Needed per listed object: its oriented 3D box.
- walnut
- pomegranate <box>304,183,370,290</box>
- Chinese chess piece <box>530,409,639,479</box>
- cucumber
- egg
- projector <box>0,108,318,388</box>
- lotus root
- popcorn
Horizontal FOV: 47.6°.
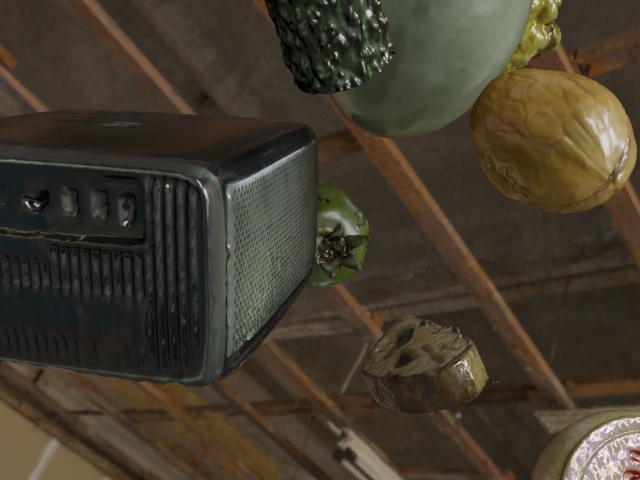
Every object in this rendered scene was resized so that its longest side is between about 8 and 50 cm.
[{"bbox_3d":[0.259,-0.116,0.825,0.206,0.159,0.159,45,-17,47],"label":"walnut"},{"bbox_3d":[0.000,0.000,1.182,0.181,0.182,0.224,35,0,-15],"label":"pomegranate"},{"bbox_3d":[0.406,0.359,0.946,0.269,0.270,0.112,22,-20,1],"label":"Chinese chess piece"},{"bbox_3d":[-0.034,-0.271,0.500,0.096,0.096,0.359,0,-45,26],"label":"cucumber"},{"bbox_3d":[0.137,-0.297,0.973,0.258,0.258,0.352,31,-56,-10],"label":"egg"},{"bbox_3d":[-0.227,-0.015,0.842,0.394,0.405,0.242,6,-74,11],"label":"projector"},{"bbox_3d":[0.154,0.199,1.165,0.260,0.170,0.075,10,-50,63],"label":"lotus root"},{"bbox_3d":[0.287,-0.368,1.189,0.200,0.226,0.203,-4,-72,1],"label":"popcorn"}]
